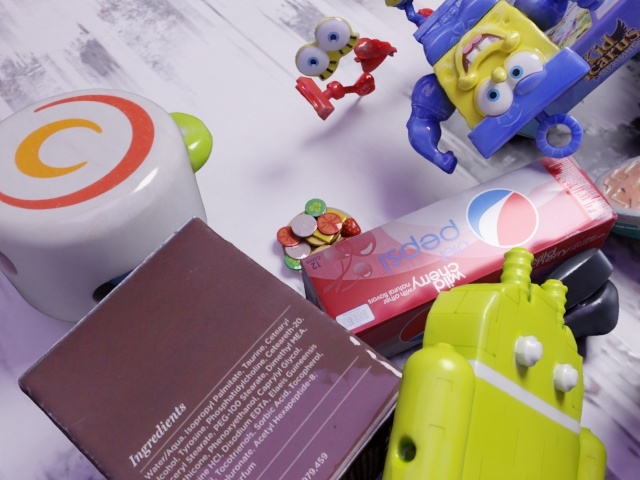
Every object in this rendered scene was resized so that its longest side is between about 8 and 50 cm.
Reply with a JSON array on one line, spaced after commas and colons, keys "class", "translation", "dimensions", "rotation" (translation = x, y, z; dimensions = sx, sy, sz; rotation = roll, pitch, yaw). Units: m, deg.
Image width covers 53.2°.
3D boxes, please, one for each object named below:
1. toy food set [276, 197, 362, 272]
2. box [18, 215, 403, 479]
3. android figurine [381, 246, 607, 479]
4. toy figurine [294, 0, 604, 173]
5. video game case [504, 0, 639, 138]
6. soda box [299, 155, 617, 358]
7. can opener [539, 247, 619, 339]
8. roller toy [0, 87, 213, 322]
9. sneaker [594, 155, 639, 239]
[{"class": "toy food set", "translation": [0.000, 0.000, 0.625], "dimensions": [0.082, 0.020, 0.083], "rotation": [27, 66, 18]}, {"class": "box", "translation": [-0.063, 0.128, 0.470], "dimensions": [0.203, 0.168, 0.167], "rotation": [35, 68, 21]}, {"class": "android figurine", "translation": [0.123, 0.142, 0.422], "dimensions": [0.056, 0.248, 0.273], "rotation": [-4, 61, 43]}, {"class": "toy figurine", "translation": [0.177, -0.177, 0.564], "dimensions": [0.362, 0.191, 0.217], "rotation": [-41, 77, 23]}, {"class": "video game case", "translation": [0.262, -0.277, 0.630], "dimensions": [0.061, 0.269, 0.244], "rotation": [14, 57, -20]}, {"class": "soda box", "translation": [0.118, 0.020, 0.563], "dimensions": [0.263, 0.092, 0.083], "rotation": [-22, 59, -9]}, {"class": "can opener", "translation": [0.180, 0.083, 0.548], "dimensions": [0.186, 0.059, 0.073], "rotation": [-38, 91, -6]}, {"class": "roller toy", "translation": [-0.208, -0.029, 0.585], "dimensions": [0.209, 0.146, 0.191], "rotation": [3, 50, 8]}, {"class": "sneaker", "translation": [0.401, -0.010, 0.560], "dimensions": [0.302, 0.121, 0.108], "rotation": [3, 47, 30]}]
